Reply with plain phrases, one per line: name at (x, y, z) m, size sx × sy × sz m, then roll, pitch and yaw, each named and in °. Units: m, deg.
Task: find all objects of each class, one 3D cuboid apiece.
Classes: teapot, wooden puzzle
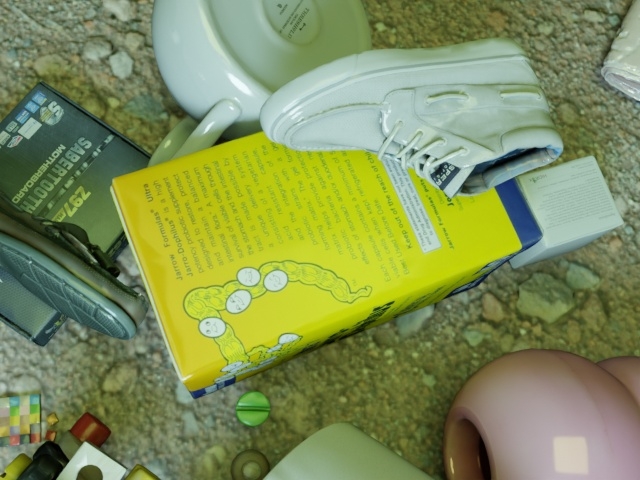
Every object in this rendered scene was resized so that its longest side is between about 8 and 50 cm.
teapot at (-0.083, -0.199, 0.794) m, size 0.256 × 0.187 × 0.252 m, roll -12°, pitch 84°, yaw -40°
wooden puzzle at (-0.312, 0.185, 0.754) m, size 0.083 × 0.006 × 0.049 m, roll -5°, pitch 74°, yaw -8°

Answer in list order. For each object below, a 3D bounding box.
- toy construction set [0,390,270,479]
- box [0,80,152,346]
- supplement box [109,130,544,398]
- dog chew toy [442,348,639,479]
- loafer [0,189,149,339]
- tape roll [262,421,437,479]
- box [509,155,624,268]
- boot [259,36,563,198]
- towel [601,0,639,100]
toy construction set at (-0.135, 0.243, 0.638) m, size 0.309 × 0.237 × 0.257 m, roll -27°, pitch 78°, yaw -14°
box at (-0.300, -0.031, 0.792) m, size 0.183 × 0.059 × 0.232 m, roll 35°, pitch 73°, yaw 3°
supplement box at (0.000, 0.000, 0.749) m, size 0.357 × 0.194 × 0.195 m, roll -20°, pitch 77°, yaw -12°
dog chew toy at (0.295, 0.204, 0.728) m, size 0.332 × 0.206 × 0.206 m, roll -2°, pitch 74°, yaw -15°
loafer at (-0.265, -0.001, 0.694) m, size 0.268 × 0.096 × 0.084 m, roll 26°, pitch 59°, yaw 16°
tape roll at (0.027, 0.300, 0.609) m, size 0.169 × 0.246 × 0.246 m, roll 28°, pitch 70°, yaw 29°
box at (0.264, -0.030, 0.837) m, size 0.102 × 0.101 × 0.087 m, roll -15°, pitch 76°, yaw -11°
boot at (0.086, -0.094, 0.633) m, size 0.259 × 0.095 × 0.123 m, roll -15°, pitch 68°, yaw -13°
towel at (0.569, -0.275, 0.974) m, size 0.317 × 0.053 × 0.331 m, roll 30°, pitch 73°, yaw 2°
